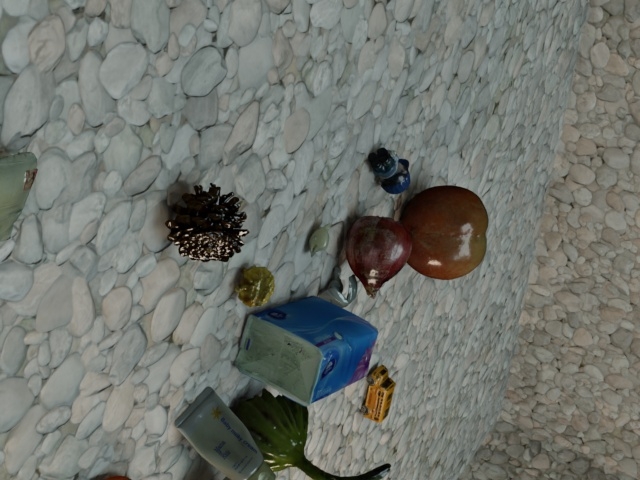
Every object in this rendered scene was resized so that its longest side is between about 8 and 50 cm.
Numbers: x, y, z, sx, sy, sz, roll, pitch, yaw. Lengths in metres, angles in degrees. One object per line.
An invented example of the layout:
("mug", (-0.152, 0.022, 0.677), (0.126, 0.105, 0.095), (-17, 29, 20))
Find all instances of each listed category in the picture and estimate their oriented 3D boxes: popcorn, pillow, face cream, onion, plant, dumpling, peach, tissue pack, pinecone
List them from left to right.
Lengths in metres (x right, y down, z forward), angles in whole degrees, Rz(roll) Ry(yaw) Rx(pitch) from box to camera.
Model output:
("pillow", (-0.440, -0.046, 1.099), (0.229, 0.050, 0.128), (-11, 127, -59))
("pinecone", (-0.186, -0.030, 1.527), (0.140, 0.140, 0.121), (63, 29, -58))
("face cream", (-0.184, 0.407, 1.831), (0.224, 0.070, 0.114), (53, 50, -10))
("popcorn", (-0.127, 0.087, 1.796), (0.082, 0.083, 0.057), (-36, -172, 6))
("plant", (-0.058, 0.430, 1.939), (0.251, 0.333, 0.180), (-38, 129, -26))
("tissue pack", (-0.023, 0.226, 1.962), (0.263, 0.198, 0.146), (-13, 123, -59))
("dumpling", (-0.001, 0.000, 2.010), (0.059, 0.043, 0.077), (25, 72, -81))
("onion", (0.130, 0.038, 2.148), (0.159, 0.159, 0.195), (26, 75, -65))
("peach", (0.314, -0.021, 2.396), (0.252, 0.252, 0.253), (-44, 146, -40))

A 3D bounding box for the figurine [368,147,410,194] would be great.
("figurine", (0.165, -0.166, 2.164), (0.086, 0.087, 0.149), (-31, 155, 10))

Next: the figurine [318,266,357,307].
("figurine", (0.045, 0.117, 2.173), (0.094, 0.082, 0.086), (95, 12, -53))

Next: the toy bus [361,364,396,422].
("toy bus", (0.171, 0.442, 2.663), (0.069, 0.074, 0.162), (-31, 138, -50))

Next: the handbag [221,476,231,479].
("handbag", (-0.231, 0.594, 1.942), (0.219, 0.079, 0.256), (-30, 153, -21))

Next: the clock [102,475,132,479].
("clock", (-0.394, 0.515, 1.641), (0.205, 0.051, 0.205), (-42, 143, -42))
